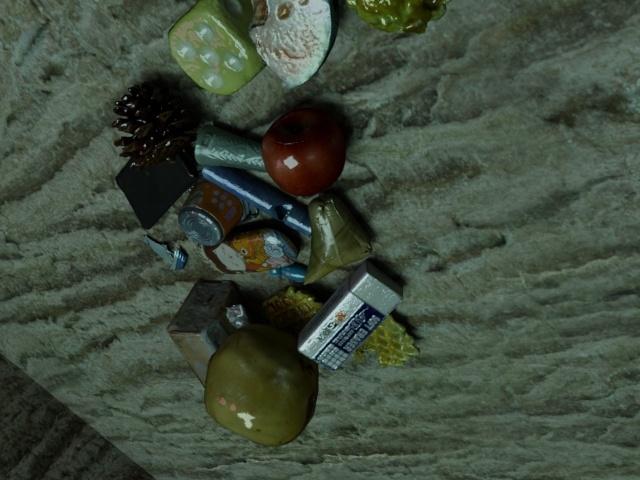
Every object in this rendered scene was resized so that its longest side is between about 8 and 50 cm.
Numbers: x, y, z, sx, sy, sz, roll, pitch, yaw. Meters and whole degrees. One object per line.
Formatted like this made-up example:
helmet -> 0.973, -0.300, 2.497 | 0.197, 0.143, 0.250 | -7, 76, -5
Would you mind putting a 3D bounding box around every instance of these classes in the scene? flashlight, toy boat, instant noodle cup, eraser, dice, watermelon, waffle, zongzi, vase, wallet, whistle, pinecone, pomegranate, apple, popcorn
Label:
flashlight -> -0.076, 0.080, 2.060 | 0.129, 0.051, 0.051 | 10, 138, 18
toy boat -> -0.450, 0.044, 2.268 | 0.149, 0.034, 0.105 | 14, 137, 19
instant noodle cup -> -0.275, -0.068, 1.959 | 0.208, 0.125, 0.177 | 12, 139, 22
eraser -> 0.073, 0.192, 1.967 | 0.130, 0.086, 0.287 | 37, 113, -11
dice -> -0.173, -0.395, 1.498 | 0.169, 0.166, 0.169 | 45, 140, -18
watermelon -> -0.036, -0.446, 1.348 | 0.175, 0.188, 0.322 | 0, 126, 24
waffle -> 0.134, 0.249, 2.101 | 0.261, 0.056, 0.250 | 45, 141, -9
zongzi -> 0.000, 0.000, 1.833 | 0.197, 0.099, 0.194 | -30, 116, 11
vase -> -0.166, -0.196, 1.779 | 0.219, 0.096, 0.096 | 14, 139, 15
wallet -> -0.419, -0.160, 1.991 | 0.170, 0.044, 0.321 | 56, 140, 2
whistle -> -0.144, -0.105, 1.888 | 0.304, 0.062, 0.062 | 30, 142, 0
pinecone -> -0.380, -0.259, 1.766 | 0.207, 0.208, 0.208 | 18, 140, 15
waffle -> -0.050, 0.226, 2.150 | 0.280, 0.060, 0.262 | 25, 135, 32
pomegranate -> -0.159, 0.385, 2.075 | 0.332, 0.332, 0.332 | 18, 140, 15
apple -> -0.033, -0.181, 1.632 | 0.181, 0.181, 0.168 | 6, 134, 27
popcorn -> 0.130, -0.442, 1.247 | 0.204, 0.184, 0.221 | 23, 130, -11

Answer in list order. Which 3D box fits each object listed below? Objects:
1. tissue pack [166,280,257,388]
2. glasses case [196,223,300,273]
tissue pack -> -0.258, 0.293, 2.278 | 0.238, 0.238, 0.305 | 1, 133, 32
glasses case -> -0.192, 0.024, 2.042 | 0.321, 0.082, 0.122 | -9, 134, 39
